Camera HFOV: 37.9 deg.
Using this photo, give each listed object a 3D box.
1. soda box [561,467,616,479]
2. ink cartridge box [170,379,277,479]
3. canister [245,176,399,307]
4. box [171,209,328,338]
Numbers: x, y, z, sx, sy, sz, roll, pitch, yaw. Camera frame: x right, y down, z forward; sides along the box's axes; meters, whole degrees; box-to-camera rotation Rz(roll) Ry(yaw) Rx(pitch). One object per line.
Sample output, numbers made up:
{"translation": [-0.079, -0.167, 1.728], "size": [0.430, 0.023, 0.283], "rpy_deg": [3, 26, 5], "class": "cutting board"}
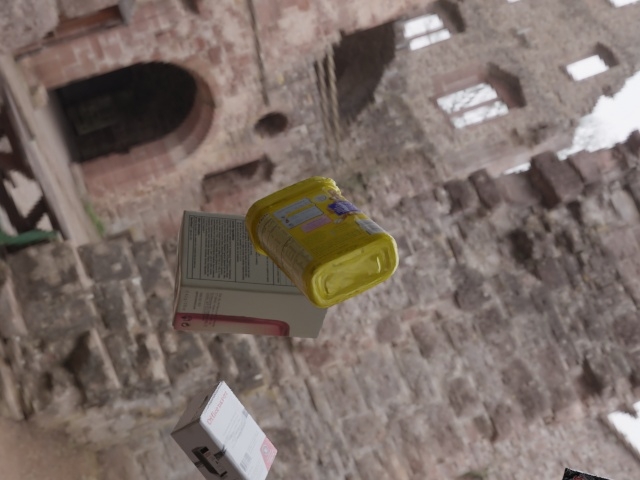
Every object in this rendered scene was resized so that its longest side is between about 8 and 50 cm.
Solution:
{"translation": [0.202, 0.263, 0.724], "size": [0.060, 0.053, 0.169], "rpy_deg": [-48, 144, -54], "class": "soda box"}
{"translation": [-0.130, 0.275, 1.271], "size": [0.135, 0.056, 0.099], "rpy_deg": [55, 26, -13], "class": "ink cartridge box"}
{"translation": [0.000, 0.000, 1.102], "size": [0.170, 0.126, 0.073], "rpy_deg": [44, -27, 52], "class": "canister"}
{"translation": [-0.107, 0.054, 1.442], "size": [0.127, 0.232, 0.149], "rpy_deg": [109, -18, -49], "class": "box"}
